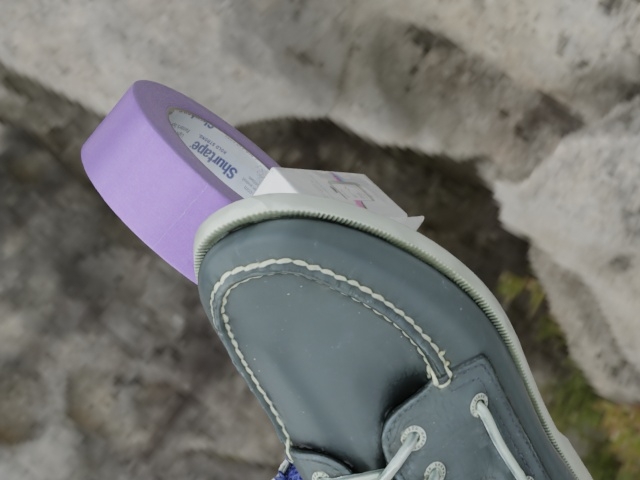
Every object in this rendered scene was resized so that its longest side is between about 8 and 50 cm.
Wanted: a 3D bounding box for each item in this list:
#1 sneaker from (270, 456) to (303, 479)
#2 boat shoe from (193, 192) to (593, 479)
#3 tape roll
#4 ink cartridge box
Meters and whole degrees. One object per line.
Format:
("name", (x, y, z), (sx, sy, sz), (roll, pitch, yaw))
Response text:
("sneaker", (-0.009, 0.276, 2.010), (0.127, 0.315, 0.182), (42, 159, 38))
("boat shoe", (0.050, 0.103, 0.795), (0.116, 0.099, 0.319), (-22, 129, 23))
("tape roll", (-0.109, -0.043, 1.731), (0.275, 0.275, 0.090), (41, 103, -3))
("ink cartridge box", (0.000, 0.000, 1.538), (0.067, 0.198, 0.115), (45, 111, 25))
